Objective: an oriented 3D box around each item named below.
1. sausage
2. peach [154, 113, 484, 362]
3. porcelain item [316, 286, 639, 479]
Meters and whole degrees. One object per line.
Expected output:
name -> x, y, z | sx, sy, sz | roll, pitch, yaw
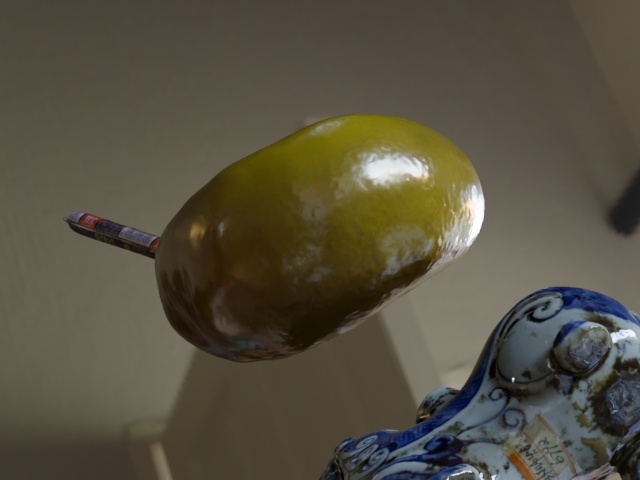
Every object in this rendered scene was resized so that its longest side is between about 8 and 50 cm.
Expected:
sausage -> -0.193, 0.000, 1.890 | 0.028, 0.198, 0.025 | -37, -49, -40
peach -> 0.000, 0.000, 1.347 | 0.251, 0.153, 0.251 | -17, -5, -2
porcelain item -> 0.122, 0.150, 1.338 | 0.288, 0.186, 0.138 | -42, -68, -18
